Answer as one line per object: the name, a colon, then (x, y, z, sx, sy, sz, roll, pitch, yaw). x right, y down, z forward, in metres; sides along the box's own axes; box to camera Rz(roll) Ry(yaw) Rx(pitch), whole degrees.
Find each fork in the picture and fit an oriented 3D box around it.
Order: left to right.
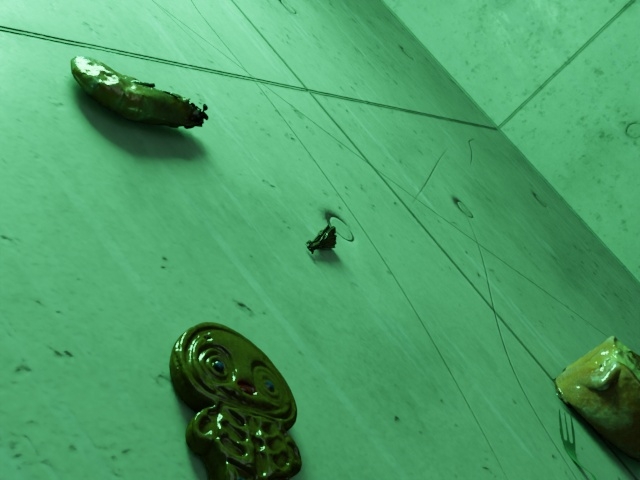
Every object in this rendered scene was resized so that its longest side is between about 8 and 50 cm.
fork: (0.362, 0.326, 1.061, 0.039, 0.021, 0.235, 26, 31, -31)

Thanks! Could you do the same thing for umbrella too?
umbrella: (0.002, 0.000, 0.996, 0.083, 0.020, 0.032, -35, 121, -67)

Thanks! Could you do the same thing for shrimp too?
shrimp: (-0.196, -0.163, 0.903, 0.190, 0.042, 0.101, 14, 30, -50)

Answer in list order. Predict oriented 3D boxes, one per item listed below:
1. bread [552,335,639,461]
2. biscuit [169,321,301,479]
bread: (0.481, 0.250, 1.261, 0.244, 0.123, 0.190, 28, 30, -34)
biscuit: (-0.062, 0.135, 0.644, 0.124, 0.026, 0.175, 27, 28, -36)
